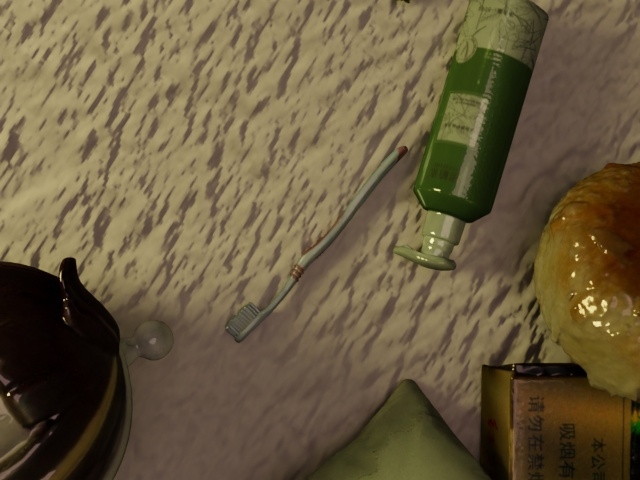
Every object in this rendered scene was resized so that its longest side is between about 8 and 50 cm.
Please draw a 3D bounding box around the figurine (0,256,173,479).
[{"bbox_3d":[-0.266,0.143,0.560,0.370,0.167,0.281,-34,65,0],"label":"figurine"}]

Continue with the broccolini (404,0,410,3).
[{"bbox_3d":[0.112,-0.266,0.696,0.074,0.058,0.201,38,99,7],"label":"broccolini"}]

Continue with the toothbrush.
[{"bbox_3d":[0.000,0.000,0.678,0.019,0.013,0.193,42,83,2],"label":"toothbrush"}]

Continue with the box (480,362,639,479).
[{"bbox_3d":[0.244,0.168,0.689,0.240,0.071,0.159,0,86,-9],"label":"box"}]

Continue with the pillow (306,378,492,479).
[{"bbox_3d":[0.041,0.273,0.567,0.312,0.119,0.310,-34,53,-17],"label":"pillow"}]

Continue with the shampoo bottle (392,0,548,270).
[{"bbox_3d":[0.109,-0.077,0.677,0.065,0.065,0.204,18,86,-9],"label":"shampoo bottle"}]

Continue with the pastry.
[{"bbox_3d":[0.253,0.028,0.649,0.193,0.093,0.182,-2,56,-11],"label":"pastry"}]
